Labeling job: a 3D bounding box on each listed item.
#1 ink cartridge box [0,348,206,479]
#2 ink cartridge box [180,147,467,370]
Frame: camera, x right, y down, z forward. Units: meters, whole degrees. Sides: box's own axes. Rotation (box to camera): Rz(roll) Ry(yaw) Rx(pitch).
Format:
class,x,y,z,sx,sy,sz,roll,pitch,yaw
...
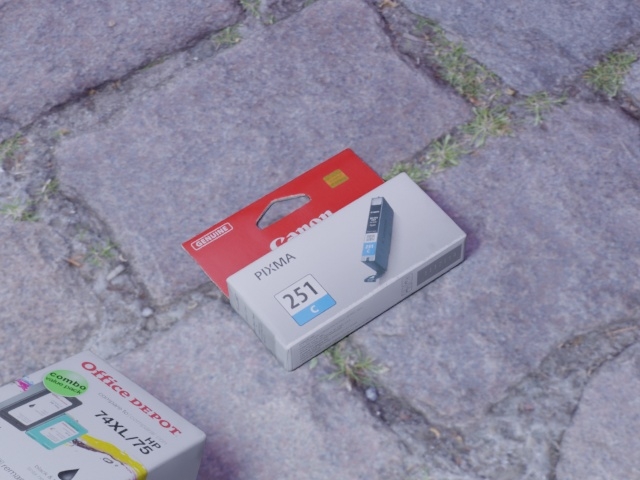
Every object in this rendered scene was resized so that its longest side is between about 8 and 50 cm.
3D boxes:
class,x,y,z,sx,sy,sz,roll,pitch,yaw
ink cartridge box,-0.298,0.283,1.584,0.198,0.197,0.270,31,31,25
ink cartridge box,0.000,0.000,1.932,0.296,0.066,0.261,-31,58,-20
